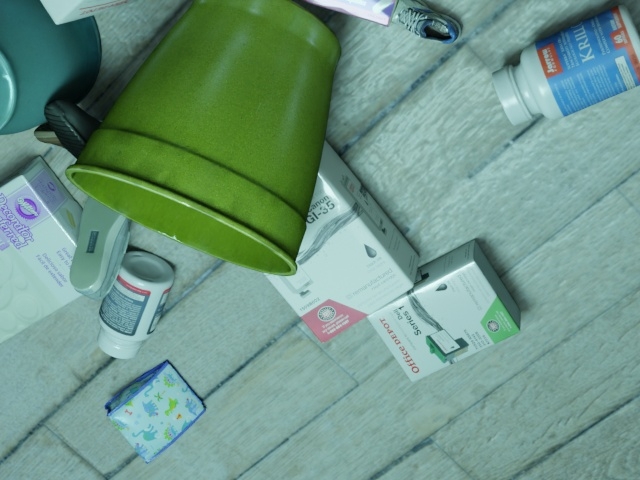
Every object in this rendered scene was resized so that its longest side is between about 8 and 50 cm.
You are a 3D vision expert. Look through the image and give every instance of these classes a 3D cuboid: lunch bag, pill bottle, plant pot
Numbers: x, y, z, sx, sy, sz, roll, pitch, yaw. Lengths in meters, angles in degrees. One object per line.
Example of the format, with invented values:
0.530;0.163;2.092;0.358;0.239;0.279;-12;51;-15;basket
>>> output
-0.312;0.320;2.063;0.151;0.096;0.129;-39;105;-7;lunch bag
0.379;-0.257;1.650;0.221;0.124;0.124;-23;109;18;pill bottle
-0.340;0.120;1.964;0.107;0.108;0.180;24;116;-2;pill bottle
-0.138;-0.180;1.633;0.366;0.366;0.353;23;79;-1;plant pot
-0.521;-0.286;1.726;0.271;0.255;0.272;4;115;9;plant pot

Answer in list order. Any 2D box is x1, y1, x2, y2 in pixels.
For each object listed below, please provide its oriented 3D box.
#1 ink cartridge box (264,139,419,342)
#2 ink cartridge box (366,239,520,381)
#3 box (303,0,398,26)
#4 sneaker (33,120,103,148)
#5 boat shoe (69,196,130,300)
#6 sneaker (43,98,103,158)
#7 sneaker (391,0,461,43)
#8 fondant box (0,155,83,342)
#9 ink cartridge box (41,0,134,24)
0.000;0.000;1.842;0.207;0.117;0.283;-34;105;22;ink cartridge box
0.211;0.125;1.876;0.219;0.093;0.160;-30;106;21;ink cartridge box
0.038;-0.463;1.568;0.213;0.117;0.243;18;117;1;box
-0.398;-0.166;1.864;0.188;0.066;0.071;0;116;11;sneaker
-0.372;-0.004;1.888;0.079;0.228;0.081;7;158;16;boat shoe
-0.307;-0.152;1.791;0.146;0.122;0.330;-55;131;-10;sneaker
0.155;-0.342;1.688;0.135;0.058;0.052;20;117;1;sneaker
-0.568;0.034;1.973;0.330;0.096;0.238;-30;107;20;fondant box
-0.298;-0.437;1.606;0.353;0.207;0.119;-30;95;34;ink cartridge box
